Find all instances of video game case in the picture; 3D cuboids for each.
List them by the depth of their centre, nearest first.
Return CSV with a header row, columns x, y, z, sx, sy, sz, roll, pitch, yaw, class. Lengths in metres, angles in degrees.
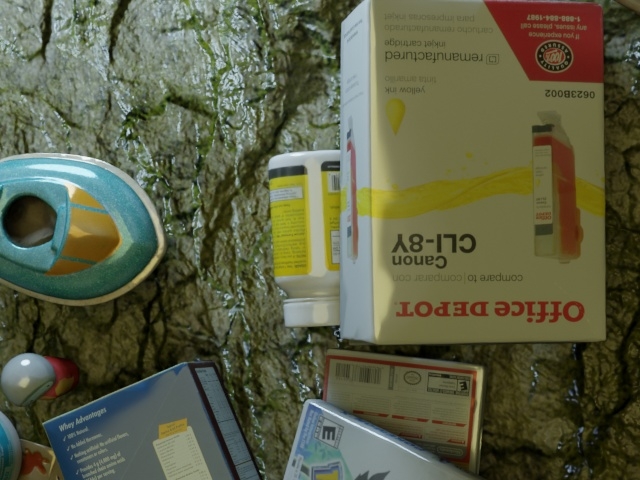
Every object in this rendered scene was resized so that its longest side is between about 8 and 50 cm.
x,y,z,sx,sy,sz,roll,pitch,yaw,class
0.052,0.389,1.590,0.300,0.036,0.329,20,97,40,video game case
0.091,0.282,1.653,0.204,0.025,0.285,5,88,22,video game case

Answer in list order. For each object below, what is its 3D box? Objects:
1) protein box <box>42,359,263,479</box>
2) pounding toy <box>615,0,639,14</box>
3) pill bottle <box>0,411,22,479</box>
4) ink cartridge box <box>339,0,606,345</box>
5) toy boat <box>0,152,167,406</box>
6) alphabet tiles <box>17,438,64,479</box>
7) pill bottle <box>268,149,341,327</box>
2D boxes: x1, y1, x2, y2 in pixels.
x,y,z,sx,sy,sz,roll,pitch,yaw,class
-0.197,0.276,1.672,0.199,0.136,0.201,-24,82,7,protein box
0.272,-0.354,1.584,0.110,0.183,0.237,-31,59,31,pounding toy
-0.485,0.275,1.669,0.146,0.264,0.146,-1,87,13,pill bottle
0.171,-0.071,1.554,0.279,0.160,0.385,0,88,-11,ink cartridge box
-0.332,0.049,1.714,0.267,0.148,0.318,6,89,13,toy boat
-0.377,0.411,1.779,0.342,0.011,0.285,14,90,13,alphabet tiles
0.000,0.000,1.655,0.119,0.119,0.209,-3,87,13,pill bottle
